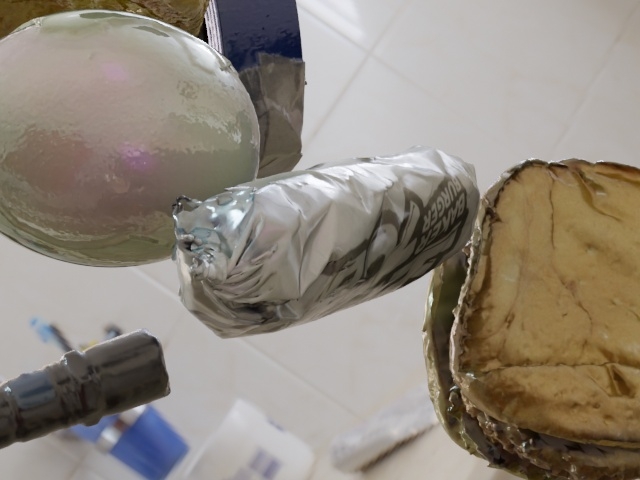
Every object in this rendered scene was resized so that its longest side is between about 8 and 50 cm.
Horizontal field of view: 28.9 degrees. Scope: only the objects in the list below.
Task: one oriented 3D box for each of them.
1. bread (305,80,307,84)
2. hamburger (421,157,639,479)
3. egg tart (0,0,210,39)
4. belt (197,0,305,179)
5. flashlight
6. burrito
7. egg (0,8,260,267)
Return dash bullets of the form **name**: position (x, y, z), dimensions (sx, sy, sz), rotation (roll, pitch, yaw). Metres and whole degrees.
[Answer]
- **bread**: position (-0.099, -0.258, 1.960), dimensions (0.156, 0.117, 0.064), rotation (-11, -51, -49)
- **hamburger**: position (0.218, 0.072, 1.070), dimensions (0.144, 0.260, 0.283), rotation (99, -168, -57)
- **egg tart**: position (-0.259, -0.251, 1.211), dimensions (0.319, 0.319, 0.128), rotation (127, 138, -71)
- **belt**: position (-0.112, -0.244, 1.565), dimensions (0.212, 0.117, 0.346), rotation (10, 108, 62)
- **flashlight**: position (-0.389, 0.218, 1.517), dimensions (0.424, 0.103, 0.103), rotation (-19, -14, -21)
- **burrito**: position (0.000, 0.000, 0.851), dimensions (0.139, 0.101, 0.445), rotation (-33, -7, 23)
- **egg**: position (-0.160, -0.069, 0.866), dimensions (0.217, 0.183, 0.183), rotation (-9, -29, -33)
